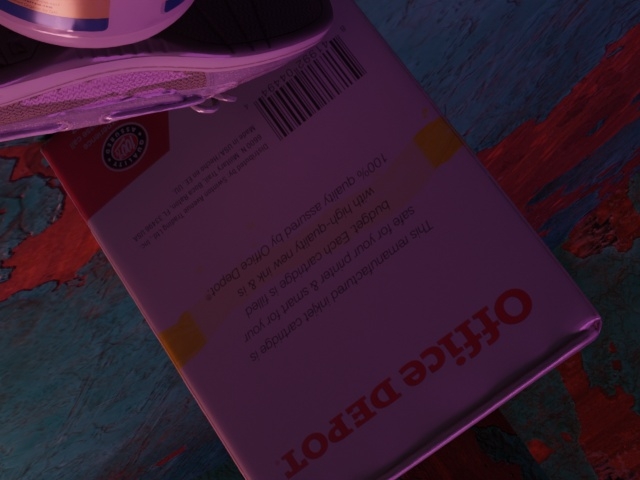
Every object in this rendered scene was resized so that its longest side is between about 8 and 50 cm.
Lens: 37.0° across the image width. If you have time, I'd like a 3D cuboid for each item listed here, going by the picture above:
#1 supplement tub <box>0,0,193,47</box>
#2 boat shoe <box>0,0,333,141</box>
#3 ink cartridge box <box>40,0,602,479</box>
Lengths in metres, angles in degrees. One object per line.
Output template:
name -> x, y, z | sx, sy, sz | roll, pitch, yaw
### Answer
supplement tub -> -0.110, -0.203, 0.440 | 0.144, 0.144, 0.200 | -26, 161, -27
boat shoe -> -0.142, -0.131, 0.642 | 0.320, 0.118, 0.103 | -21, 164, -28
ink cartridge box -> 0.000, 0.000, 0.780 | 0.279, 0.385, 0.160 | -37, 163, 9
